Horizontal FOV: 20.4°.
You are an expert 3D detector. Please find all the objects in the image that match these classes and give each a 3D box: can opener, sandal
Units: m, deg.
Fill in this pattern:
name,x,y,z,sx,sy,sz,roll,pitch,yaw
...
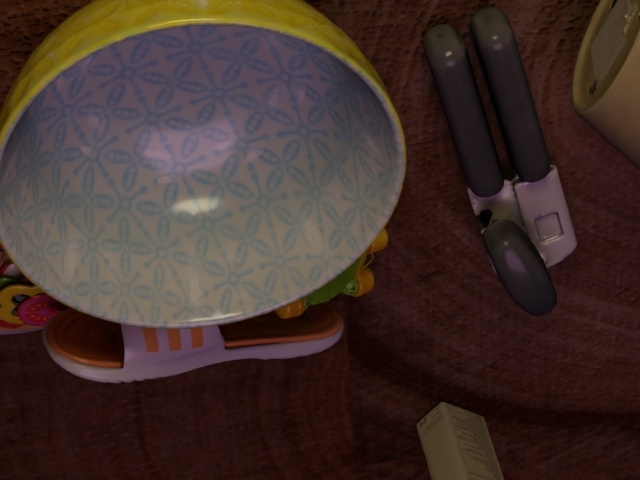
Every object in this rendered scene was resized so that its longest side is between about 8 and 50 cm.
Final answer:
name,x,y,z,sx,sy,sz,roll,pitch,yaw
can opener,0.151,-0.052,1.400,0.076,0.095,0.283,-19,137,5
sandal,-0.100,0.050,1.448,0.265,0.102,0.076,-6,124,-28

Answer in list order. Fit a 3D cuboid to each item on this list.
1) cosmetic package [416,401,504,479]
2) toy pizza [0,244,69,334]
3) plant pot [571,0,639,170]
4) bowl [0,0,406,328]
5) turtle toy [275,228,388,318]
name,x,y,z,sx,sy,sz,roll,pitch,yaw
cosmetic package,0.134,0.212,1.654,0.060,0.115,0.041,24,125,-32
toy pizza,-0.251,0.014,1.412,0.201,0.032,0.201,-7,136,-7
plant pot,0.335,-0.103,1.314,0.274,0.256,0.256,20,129,-10
bowl,-0.093,-0.090,1.255,0.289,0.156,0.289,-7,137,-7
turtle toy,0.000,0.000,1.436,0.095,0.066,0.130,-16,139,-32
